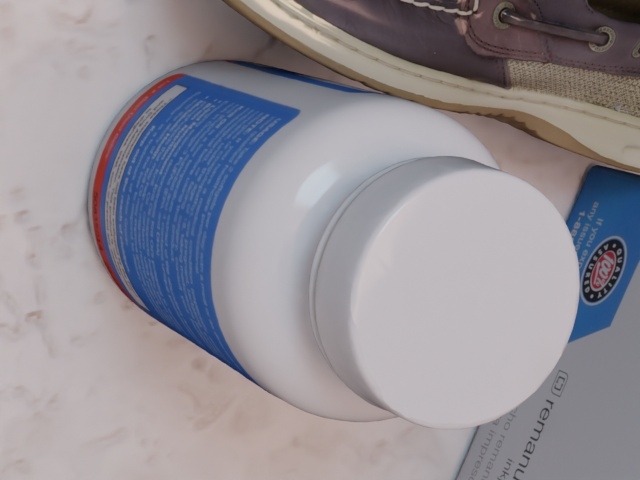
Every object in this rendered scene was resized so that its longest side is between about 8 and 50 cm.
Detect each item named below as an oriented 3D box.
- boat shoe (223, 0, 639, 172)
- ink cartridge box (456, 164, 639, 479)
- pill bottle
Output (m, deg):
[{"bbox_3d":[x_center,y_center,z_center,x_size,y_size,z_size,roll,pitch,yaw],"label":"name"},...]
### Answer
[{"bbox_3d":[0.074,-0.105,0.739,0.285,0.103,0.092,15,114,-33],"label":"boat shoe"},{"bbox_3d":[0.208,0.109,0.746,0.129,0.307,0.223,24,89,-29],"label":"ink cartridge box"},{"bbox_3d":[0.000,0.000,0.667,0.124,0.221,0.124,-6,104,-25],"label":"pill bottle"}]
